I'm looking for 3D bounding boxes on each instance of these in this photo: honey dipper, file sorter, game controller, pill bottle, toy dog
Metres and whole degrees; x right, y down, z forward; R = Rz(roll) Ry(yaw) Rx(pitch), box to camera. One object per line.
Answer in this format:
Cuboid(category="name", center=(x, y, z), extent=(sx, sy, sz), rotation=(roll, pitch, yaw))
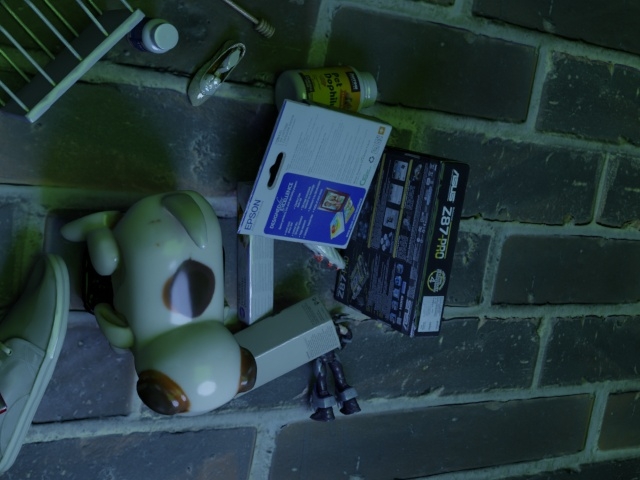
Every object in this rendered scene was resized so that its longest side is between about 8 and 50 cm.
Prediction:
Cuboid(category="honey dipper", center=(-0.163, -0.477, 1.919), extent=(0.161, 0.030, 0.030), rotation=(30, 85, -35))
Cuboid(category="file sorter", center=(-0.492, -0.370, 1.624), extent=(0.277, 0.193, 0.173), rotation=(-48, 121, -14))
Cuboid(category="game controller", center=(-0.345, 0.070, 1.924), extent=(0.319, 0.067, 0.166), rotation=(-1, 103, -35))
Cuboid(category="pill bottle", center=(-0.322, -0.396, 1.775), extent=(0.067, 0.120, 0.067), rotation=(-10, 108, -32))
Cuboid(category="toy dog", center=(-0.259, 0.124, 1.731), extent=(0.284, 0.395, 0.408), rotation=(-11, 86, -43))
Cuboid(category="pill bottle", center=(0.015, -0.325, 2.030), extent=(0.215, 0.117, 0.117), rotation=(-12, 109, -32))

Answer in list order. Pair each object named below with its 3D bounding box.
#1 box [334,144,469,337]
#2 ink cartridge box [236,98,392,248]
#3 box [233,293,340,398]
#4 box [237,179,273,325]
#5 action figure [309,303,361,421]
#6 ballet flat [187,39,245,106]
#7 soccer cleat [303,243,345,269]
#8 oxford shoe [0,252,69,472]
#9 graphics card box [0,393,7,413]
Cuboid(category="box", center=(0.174, -0.010, 2.103), extent=(0.097, 0.318, 0.395), rotation=(1, 101, -36))
Cuboid(category="ink cartridge box", center=(-0.021, -0.144, 1.984), extent=(0.307, 0.072, 0.303), rotation=(10, 109, -38))
Cuboid(category="box", center=(-0.101, 0.237, 2.060), extent=(0.275, 0.094, 0.113), rotation=(-25, 138, -8))
Cuboid(category="box", center=(-0.146, 0.026, 2.050), extent=(0.067, 0.063, 0.324), rotation=(-9, 108, -31))
Cuboid(category="action figure", center=(0.010, 0.287, 2.213), extent=(0.185, 0.099, 0.285), rotation=(-11, 95, -25))
Cuboid(category="ballet flat", center=(-0.215, -0.349, 1.904), extent=(0.057, 0.052, 0.168), rotation=(39, 80, -36))
Cuboid(category="soccer cleat", center=(0.000, 0.000, 2.144), extent=(0.196, 0.068, 0.076), rotation=(39, 77, -33))
Cuboid(category="oxford shoe", center=(-0.592, 0.233, 1.743), extent=(0.130, 0.169, 0.449), rotation=(18, 97, -35))
Cuboid(category="graphics card box", center=(-0.732, 0.186, 1.591), extent=(0.233, 0.094, 0.371), rotation=(-27, 92, -24))
